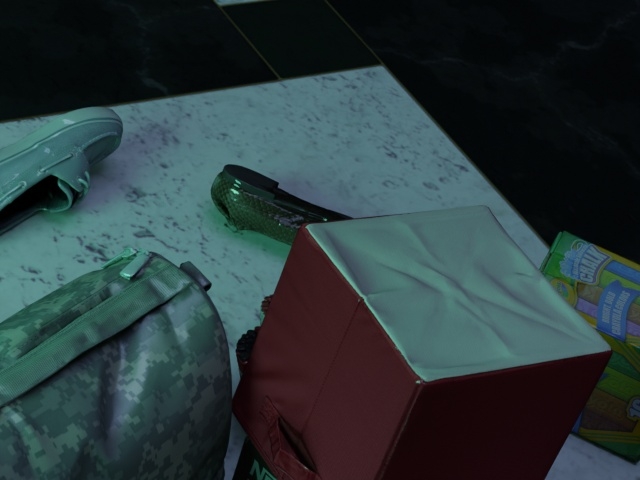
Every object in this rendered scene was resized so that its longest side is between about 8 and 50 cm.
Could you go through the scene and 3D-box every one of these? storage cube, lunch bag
[{"bbox_3d":[0.072,0.107,1.349,0.215,0.193,0.184,-5,42,-34],"label":"storage cube"},{"bbox_3d":[-0.211,0.165,1.336,0.212,0.256,0.305,35,41,19],"label":"lunch bag"}]

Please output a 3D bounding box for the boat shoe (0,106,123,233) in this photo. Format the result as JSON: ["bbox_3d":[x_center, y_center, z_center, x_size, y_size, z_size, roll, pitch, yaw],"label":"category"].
[{"bbox_3d":[-0.272,-0.058,1.733,0.227,0.079,0.081,-30,68,-38],"label":"boat shoe"}]

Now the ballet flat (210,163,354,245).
[{"bbox_3d":[0.000,0.000,1.792,0.249,0.058,0.084,26,17,0],"label":"ballet flat"}]

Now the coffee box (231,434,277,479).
[{"bbox_3d":[0.039,0.262,1.415,0.246,0.141,0.098,41,43,24],"label":"coffee box"}]

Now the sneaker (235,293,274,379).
[{"bbox_3d":[-0.026,0.110,1.629,0.088,0.093,0.225,8,20,17],"label":"sneaker"}]

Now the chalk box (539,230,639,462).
[{"bbox_3d":[0.250,0.092,1.715,0.213,0.132,0.132,24,38,8],"label":"chalk box"}]
